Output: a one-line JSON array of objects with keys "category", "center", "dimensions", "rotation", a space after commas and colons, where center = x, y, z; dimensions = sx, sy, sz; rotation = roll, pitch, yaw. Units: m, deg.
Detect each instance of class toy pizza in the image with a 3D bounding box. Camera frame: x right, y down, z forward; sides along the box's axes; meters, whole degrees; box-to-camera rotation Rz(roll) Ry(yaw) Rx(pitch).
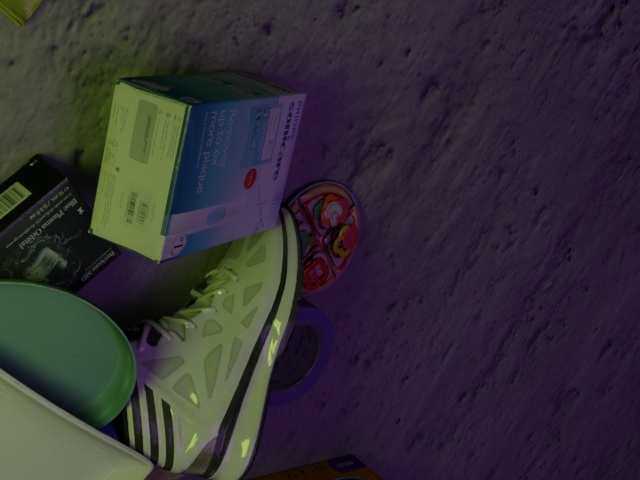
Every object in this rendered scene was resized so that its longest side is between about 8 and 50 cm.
[{"category": "toy pizza", "center": [0.000, 0.000, 1.809], "dimensions": [0.201, 0.032, 0.201], "rotation": [-19, 119, -38]}]

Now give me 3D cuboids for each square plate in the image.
[{"category": "square plate", "center": [-0.465, 0.338, 1.458], "dimensions": [0.347, 0.049, 0.344], "rotation": [-46, 122, 6]}]

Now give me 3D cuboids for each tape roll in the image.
[{"category": "tape roll", "center": [-0.073, 0.182, 1.828], "dimensions": [0.189, 0.080, 0.189], "rotation": [-22, 126, -33]}]

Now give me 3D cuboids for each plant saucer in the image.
[{"category": "plant saucer", "center": [-0.405, 0.162, 1.433], "dimensions": [0.317, 0.044, 0.318], "rotation": [-5, 131, -5]}]

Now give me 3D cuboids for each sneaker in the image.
[{"category": "sneaker", "center": [-0.187, 0.119, 1.594], "dimensions": [0.257, 0.169, 0.448], "rotation": [20, 70, -24]}]

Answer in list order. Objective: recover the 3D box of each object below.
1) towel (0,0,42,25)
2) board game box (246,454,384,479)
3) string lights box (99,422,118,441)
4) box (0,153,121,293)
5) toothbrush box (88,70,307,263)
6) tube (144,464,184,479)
[{"category": "towel", "center": [-0.401, -0.360, 1.257], "dimensions": [0.102, 0.021, 0.237], "rotation": [-51, 137, -6]}, {"category": "board game box", "center": [0.002, 0.664, 1.973], "dimensions": [0.356, 0.356, 0.357], "rotation": [-4, 116, -42]}, {"category": "string lights box", "center": [-0.369, 0.300, 1.627], "dimensions": [0.259, 0.076, 0.133], "rotation": [-25, 128, -31]}, {"category": "box", "center": [-0.378, 0.000, 1.435], "dimensions": [0.156, 0.093, 0.158], "rotation": [-43, 136, -16]}, {"category": "toothbrush box", "center": [-0.162, -0.111, 1.481], "dimensions": [0.295, 0.126, 0.216], "rotation": [-19, 128, -61]}, {"category": "tube", "center": [-0.269, 0.373, 1.718], "dimensions": [0.070, 0.062, 0.240], "rotation": [44, 122, -12]}]
